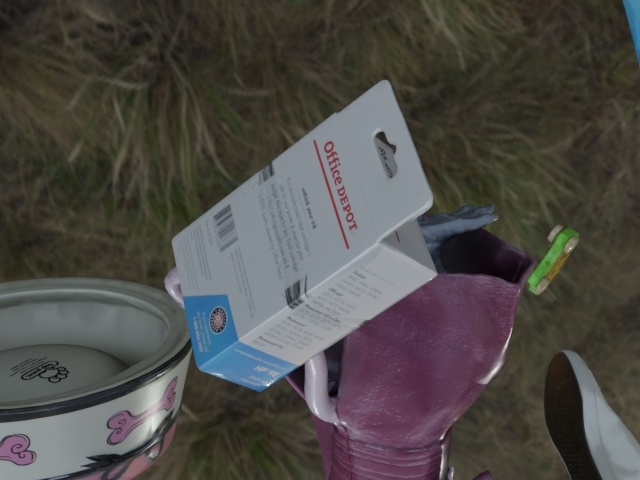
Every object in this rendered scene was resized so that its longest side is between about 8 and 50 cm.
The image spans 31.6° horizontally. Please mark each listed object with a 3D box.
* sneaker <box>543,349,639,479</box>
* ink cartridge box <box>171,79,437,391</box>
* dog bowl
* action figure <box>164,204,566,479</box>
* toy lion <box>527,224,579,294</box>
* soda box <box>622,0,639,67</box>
[{"bbox_3d":[0.436,0.308,1.760,0.123,0.290,0.106,5,146,-26],"label":"sneaker"},{"bbox_3d":[0.000,0.000,0.678,0.180,0.104,0.060,-35,140,24],"label":"ink cartridge box"},{"bbox_3d":[-0.352,0.182,1.386,0.408,0.408,0.150,-7,109,-17],"label":"dog bowl"},{"bbox_3d":[0.062,0.158,0.906,0.276,0.248,0.370,-24,120,-42],"label":"action figure"},{"bbox_3d":[0.292,0.026,1.414,0.100,0.034,0.096,-58,160,19],"label":"toy lion"},{"bbox_3d":[0.275,-0.170,0.860,0.071,0.210,0.067,-17,164,26],"label":"soda box"}]
